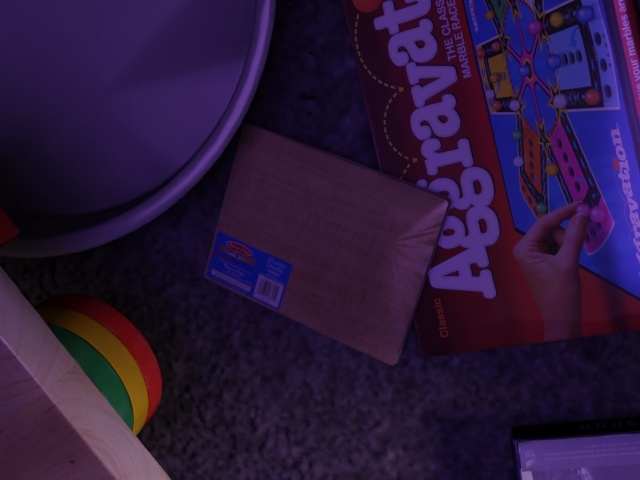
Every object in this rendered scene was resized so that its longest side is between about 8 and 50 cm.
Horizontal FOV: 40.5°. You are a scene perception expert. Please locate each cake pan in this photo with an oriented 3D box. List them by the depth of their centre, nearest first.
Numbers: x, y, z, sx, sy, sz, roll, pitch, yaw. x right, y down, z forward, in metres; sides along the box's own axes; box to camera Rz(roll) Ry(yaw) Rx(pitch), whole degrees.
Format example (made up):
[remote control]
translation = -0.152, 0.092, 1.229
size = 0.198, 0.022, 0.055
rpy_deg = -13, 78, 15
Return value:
[cake pan]
translation = -0.162, -0.138, 0.493
size = 0.293, 0.054, 0.293
rpy_deg = 1, 95, 11

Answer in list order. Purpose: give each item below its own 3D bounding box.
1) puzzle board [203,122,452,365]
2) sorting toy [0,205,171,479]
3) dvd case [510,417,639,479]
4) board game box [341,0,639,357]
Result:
[puzzle board]
translation = 0.000, 0.000, 0.481
size = 0.128, 0.011, 0.096
rpy_deg = 23, 107, 22
[sorting toy]
translation = -0.220, 0.065, 0.469
size = 0.257, 0.089, 0.255
rpy_deg = -29, 102, 32
[dvd case]
translation = 0.206, 0.213, 0.466
size = 0.179, 0.029, 0.238
rpy_deg = -7, 94, 11
[board game box]
translation = 0.091, -0.086, 0.447
size = 0.145, 0.027, 0.281
rpy_deg = -12, 93, 28
